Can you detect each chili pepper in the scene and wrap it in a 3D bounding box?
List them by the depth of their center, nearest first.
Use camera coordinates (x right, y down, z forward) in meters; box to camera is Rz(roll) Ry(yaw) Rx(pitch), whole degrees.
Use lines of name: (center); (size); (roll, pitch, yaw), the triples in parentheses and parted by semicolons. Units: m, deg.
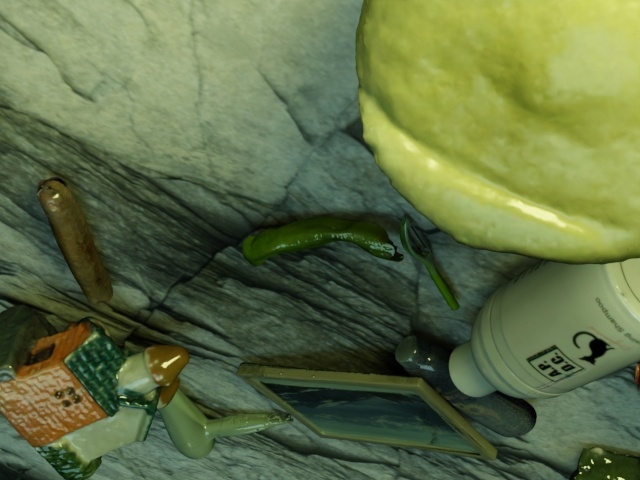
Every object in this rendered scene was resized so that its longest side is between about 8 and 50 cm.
chili pepper: (0.000, 0.000, 1.170); (0.201, 0.050, 0.052); (-3, 159, 26)

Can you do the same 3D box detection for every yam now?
yam: (-0.321, 0.006, 1.323); (0.046, 0.046, 0.264); (10, 149, 9)

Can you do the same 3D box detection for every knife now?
knife: (0.128, 0.031, 1.186); (0.026, 0.022, 0.184); (-25, 134, 12)

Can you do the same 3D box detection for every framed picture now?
framed picture: (0.067, 0.256, 1.510); (0.335, 0.022, 0.247); (-1, 147, 38)

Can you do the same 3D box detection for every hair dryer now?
hair dryer: (-0.163, 0.291, 1.692); (0.237, 0.075, 0.206); (-4, 137, 16)

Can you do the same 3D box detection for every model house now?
model house: (-0.322, 0.197, 1.528); (0.300, 0.190, 0.271); (-21, 121, 17)

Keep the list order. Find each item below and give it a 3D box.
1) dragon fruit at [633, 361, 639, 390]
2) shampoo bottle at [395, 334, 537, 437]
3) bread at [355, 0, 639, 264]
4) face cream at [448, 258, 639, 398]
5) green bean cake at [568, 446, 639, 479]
dragon fruit: (0.438, 0.165, 1.150); (0.136, 0.166, 0.133); (34, 99, -20)
shampoo bottle: (0.200, 0.203, 1.390); (0.233, 0.049, 0.087); (35, 145, -27)
bread: (0.186, -0.135, 0.722); (0.320, 0.237, 0.321); (7, 132, 8)
face cream: (0.255, 0.104, 1.124); (0.145, 0.145, 0.369); (25, 146, -14)
green bean cake: (0.473, 0.446, 1.465); (0.254, 0.241, 0.132); (8, 151, 11)
